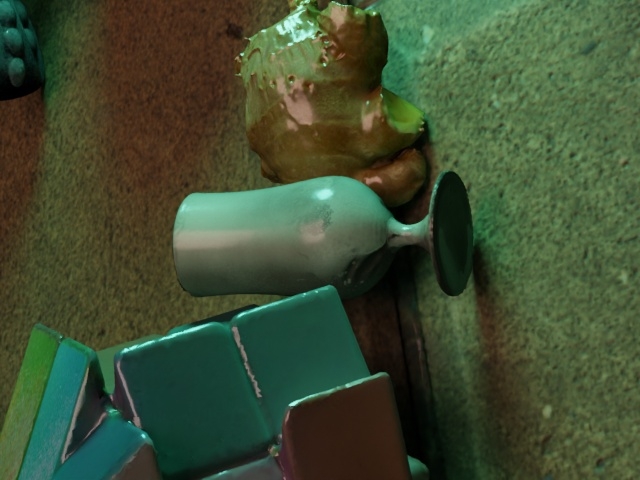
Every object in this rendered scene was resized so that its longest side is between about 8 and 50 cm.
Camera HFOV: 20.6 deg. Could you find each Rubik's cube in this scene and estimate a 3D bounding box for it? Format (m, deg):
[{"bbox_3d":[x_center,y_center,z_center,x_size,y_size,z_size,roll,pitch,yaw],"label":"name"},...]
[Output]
[{"bbox_3d":[-0.100,0.224,1.346,0.387,0.358,0.368,52,150,42],"label":"Rubik's cube"}]

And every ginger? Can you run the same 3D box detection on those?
[{"bbox_3d":[0.001,-0.121,1.495,0.157,0.102,0.216,-19,82,32],"label":"ginger"}]

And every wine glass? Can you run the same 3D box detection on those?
[{"bbox_3d":[0.000,0.000,1.427,0.231,0.103,0.103,-4,75,23],"label":"wine glass"}]

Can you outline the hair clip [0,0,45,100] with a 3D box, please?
[{"bbox_3d":[-0.373,-0.297,1.802,0.194,0.206,0.310,-2,75,36],"label":"hair clip"}]
